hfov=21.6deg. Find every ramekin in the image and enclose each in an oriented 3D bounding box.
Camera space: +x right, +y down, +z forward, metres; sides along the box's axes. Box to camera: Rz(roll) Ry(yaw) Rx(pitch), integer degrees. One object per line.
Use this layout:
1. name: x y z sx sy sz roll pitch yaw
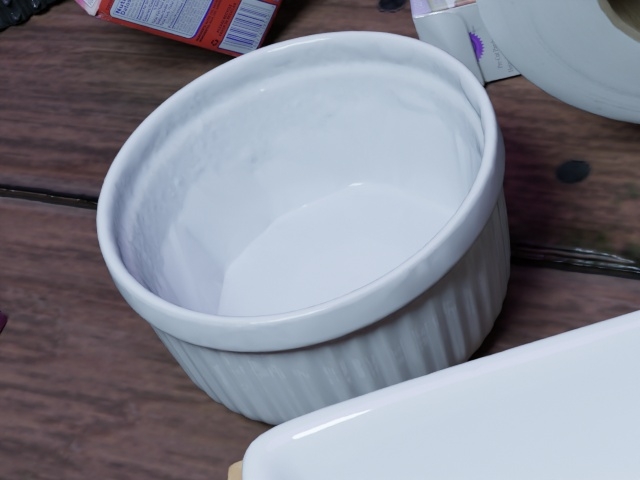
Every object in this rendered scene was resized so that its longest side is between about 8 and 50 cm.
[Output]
1. ramekin: 0.000 0.000 0.856 0.207 0.109 0.207 -12 43 11

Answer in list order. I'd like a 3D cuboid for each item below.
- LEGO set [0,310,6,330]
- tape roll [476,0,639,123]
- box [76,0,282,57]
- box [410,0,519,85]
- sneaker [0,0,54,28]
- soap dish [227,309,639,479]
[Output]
1. LEGO set: -0.289 -0.007 0.989 0.227 0.093 0.087 2 47 23
2. tape roll: 0.189 -0.196 0.830 0.246 0.246 0.169 -10 51 12
3. box: -0.065 -0.258 1.032 0.122 0.128 0.256 45 116 45
4. box: 0.083 -0.222 1.081 0.063 0.067 0.324 -13 44 9
5. sneaker: -0.284 -0.189 1.184 0.234 0.078 0.106 -18 45 7
6. soap dish: 0.119 0.144 0.654 0.291 0.118 0.229 -18 42 4
